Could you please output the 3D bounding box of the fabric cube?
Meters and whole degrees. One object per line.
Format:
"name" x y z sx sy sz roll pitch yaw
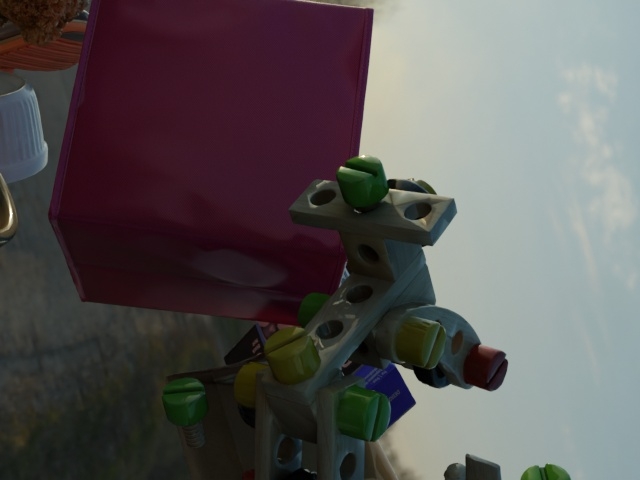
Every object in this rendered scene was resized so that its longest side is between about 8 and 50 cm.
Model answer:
"fabric cube" -0.099 -0.074 1.096 0.259 0.258 0.254 103 -7 -70

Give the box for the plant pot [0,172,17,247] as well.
"plant pot" -0.428 -0.043 0.802 0.323 0.280 0.323 51 2 -2

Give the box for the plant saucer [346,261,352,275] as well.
"plant saucer" 0.000 0.000 1.400 0.029 0.168 0.169 80 -6 -72

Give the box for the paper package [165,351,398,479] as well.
"paper package" -0.014 0.308 1.069 0.309 0.168 0.325 -120 -163 -52

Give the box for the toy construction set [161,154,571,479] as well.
"toy construction set" 0.045 0.085 0.797 0.309 0.257 0.237 40 -33 50

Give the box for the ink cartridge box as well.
"ink cartridge box" -0.009 0.158 1.286 0.045 0.206 0.208 12 40 -45

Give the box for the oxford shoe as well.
"oxford shoe" -0.461 -0.319 1.673 0.130 0.363 0.133 6 83 -49

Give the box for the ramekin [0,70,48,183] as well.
"ramekin" -0.460 -0.151 1.454 0.207 0.207 0.109 -113 -156 -66

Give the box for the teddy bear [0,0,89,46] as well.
"teddy bear" -0.443 -0.355 1.445 0.338 0.245 0.113 40 -13 39
